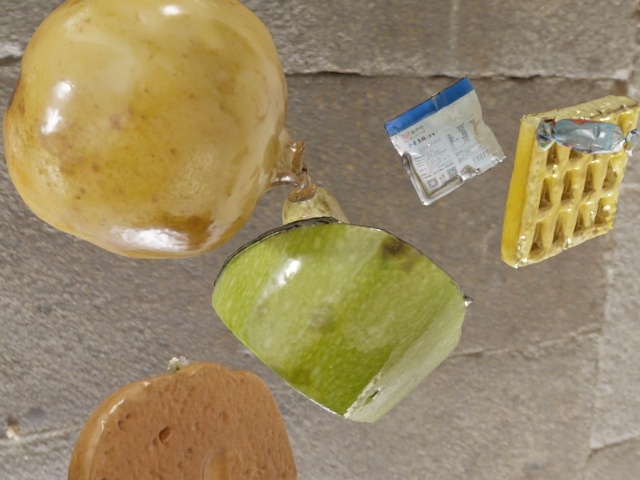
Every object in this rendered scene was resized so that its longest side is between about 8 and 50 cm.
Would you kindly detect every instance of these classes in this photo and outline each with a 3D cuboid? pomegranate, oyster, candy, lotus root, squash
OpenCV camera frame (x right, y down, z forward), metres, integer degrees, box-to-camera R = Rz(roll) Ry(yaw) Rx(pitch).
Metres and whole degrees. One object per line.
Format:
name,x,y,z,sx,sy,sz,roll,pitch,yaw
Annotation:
pomegranate,-0.095,-0.074,0.592,0.196,0.196,0.196,-9,107,-31
oyster,-0.241,0.244,1.569,0.034,0.051,0.093,60,29,-58
candy,0.196,-0.075,0.683,0.020,0.083,0.030,-1,104,-46
lotus root,0.000,0.000,1.486,0.258,0.110,0.097,63,23,-55
squash,0.014,0.073,0.700,0.191,0.184,0.085,33,49,-15

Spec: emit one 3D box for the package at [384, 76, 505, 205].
package,0.218,-0.171,1.598,0.171,0.027,0.173,-29,109,-1

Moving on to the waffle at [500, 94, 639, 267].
waffle,0.367,-0.091,1.363,0.247,0.055,0.221,-17,124,-37

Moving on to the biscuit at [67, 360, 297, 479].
biscuit,-0.199,0.365,1.445,0.455,0.078,0.350,13,76,-50
